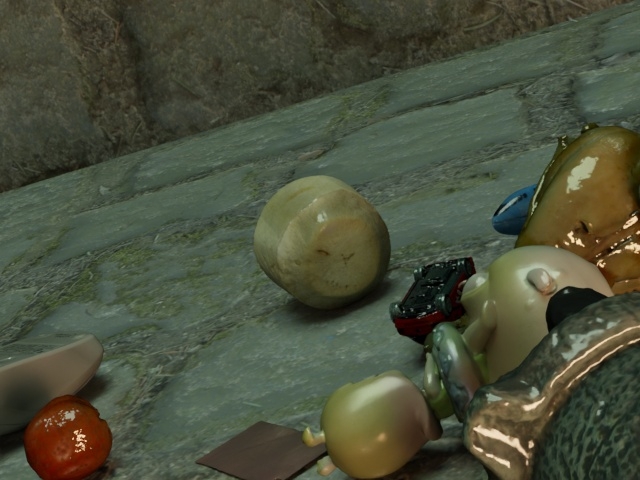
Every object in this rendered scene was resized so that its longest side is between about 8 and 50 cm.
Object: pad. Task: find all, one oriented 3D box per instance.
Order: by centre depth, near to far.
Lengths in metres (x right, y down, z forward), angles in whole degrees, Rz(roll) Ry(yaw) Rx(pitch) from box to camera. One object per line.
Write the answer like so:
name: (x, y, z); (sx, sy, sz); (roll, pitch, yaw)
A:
pad: (-0.069, 0.270, 1.771); (0.113, 0.006, 0.187); (-31, 19, -30)

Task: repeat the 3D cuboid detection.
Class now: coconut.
coconut: (0.000, 0.000, 2.209); (0.202, 0.202, 0.222); (-23, 19, -13)

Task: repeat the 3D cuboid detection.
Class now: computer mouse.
computer mouse: (-0.465, 0.227, 2.135); (0.184, 0.121, 0.297); (-7, 7, 39)

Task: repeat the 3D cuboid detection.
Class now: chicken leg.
chicken leg: (0.286, 0.028, 1.771); (0.429, 0.201, 0.153); (-47, -12, -9)

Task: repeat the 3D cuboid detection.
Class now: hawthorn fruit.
hawthorn fruit: (-0.343, 0.270, 1.885); (0.128, 0.128, 0.128); (-17, 17, 5)

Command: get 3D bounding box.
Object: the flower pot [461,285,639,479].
flower pot: (0.271, 0.185, 1.174); (0.299, 0.299, 0.283); (-22, 24, -10)

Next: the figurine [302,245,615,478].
figurine: (0.168, 0.176, 1.580); (0.394, 0.227, 0.274); (-24, 45, 3)

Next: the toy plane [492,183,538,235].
toy plane: (0.378, -0.060, 2.143); (0.271, 0.105, 0.254); (-28, 15, -22)

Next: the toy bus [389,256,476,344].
toy bus: (0.163, 0.093, 1.926); (0.081, 0.089, 0.195); (-12, 18, 24)

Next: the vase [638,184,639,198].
vase: (0.494, -0.006, 1.652); (0.128, 0.248, 0.128); (-38, -14, -11)

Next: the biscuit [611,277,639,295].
biscuit: (0.409, 0.008, 1.948); (0.259, 0.079, 0.259); (-17, 19, 6)
